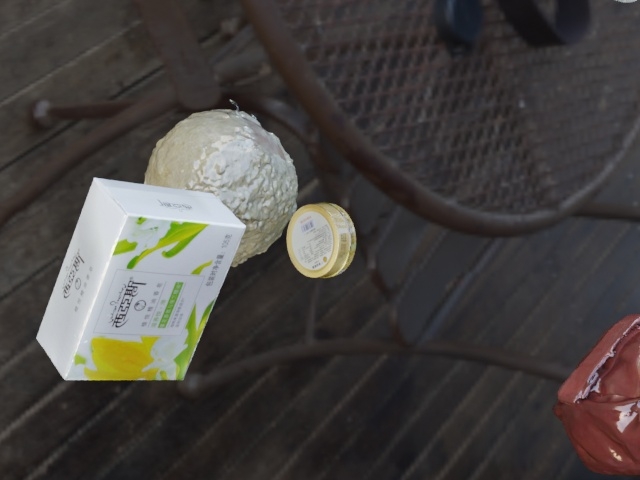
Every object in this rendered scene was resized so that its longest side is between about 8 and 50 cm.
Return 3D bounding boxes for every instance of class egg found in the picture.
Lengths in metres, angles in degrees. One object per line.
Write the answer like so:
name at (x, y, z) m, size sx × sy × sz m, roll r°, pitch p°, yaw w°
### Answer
egg at (-0.170, -0.088, 2.023) m, size 0.310 × 0.279 × 0.279 m, roll 29°, pitch 63°, yaw -82°

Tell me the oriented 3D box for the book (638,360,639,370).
book at (0.352, 0.111, 0.962) m, size 0.013 × 0.192 × 0.168 m, roll 60°, pitch 20°, yaw -19°

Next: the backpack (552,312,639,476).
backpack at (0.364, 0.151, 1.282) m, size 0.139 × 0.229 × 0.229 m, roll 55°, pitch 50°, yaw -20°

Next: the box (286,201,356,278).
box at (0.000, 0.000, 1.661) m, size 0.037 × 0.105 × 0.105 m, roll -3°, pitch 92°, yaw -45°

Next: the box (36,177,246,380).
box at (-0.244, 0.058, 1.633) m, size 0.194 × 0.111 × 0.260 m, roll 5°, pitch 119°, yaw -40°

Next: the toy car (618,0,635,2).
toy car at (0.317, -0.290, 1.375) m, size 0.041 × 0.093 × 0.025 m, roll 50°, pitch 56°, yaw -55°
